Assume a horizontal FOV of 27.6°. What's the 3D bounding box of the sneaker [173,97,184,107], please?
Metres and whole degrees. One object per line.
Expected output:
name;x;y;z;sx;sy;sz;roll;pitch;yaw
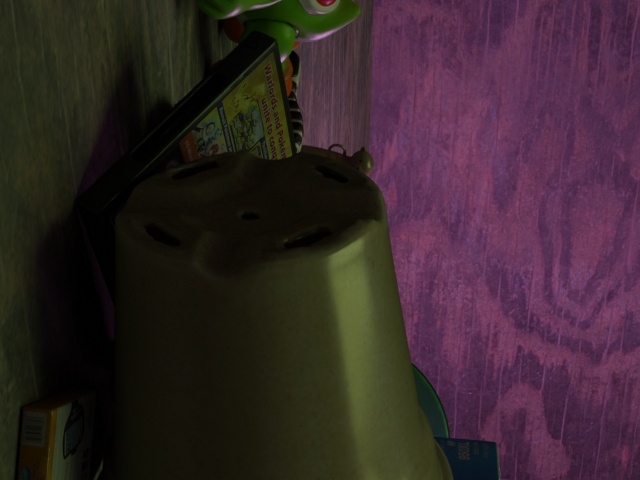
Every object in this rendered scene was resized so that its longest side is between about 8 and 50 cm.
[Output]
sneaker;-0.091;-0.053;1.448;0.341;0.139;0.125;73;25;-68

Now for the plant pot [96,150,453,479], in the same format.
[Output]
plant pot;-0.049;0.100;1.126;0.334;0.334;0.305;-72;162;-61

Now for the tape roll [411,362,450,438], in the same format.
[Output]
tape roll;0.032;0.305;1.940;0.077;0.321;0.321;32;63;-81

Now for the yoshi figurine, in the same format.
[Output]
yoshi figurine;-0.081;-0.314;1.444;0.203;0.203;0.362;-34;161;-27

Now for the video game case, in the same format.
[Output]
video game case;-0.111;-0.025;1.252;0.248;0.035;0.275;-48;150;-27

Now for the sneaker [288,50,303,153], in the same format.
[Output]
sneaker;-0.071;-0.117;1.723;0.281;0.106;0.162;-79;173;-46

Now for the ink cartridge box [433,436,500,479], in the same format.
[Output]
ink cartridge box;0.033;0.410;1.748;0.166;0.395;0.285;-68;162;-74

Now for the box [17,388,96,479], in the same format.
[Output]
box;-0.215;0.169;1.073;0.136;0.028;0.081;-5;100;-85

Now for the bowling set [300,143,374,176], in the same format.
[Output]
bowling set;0.000;0.000;2.145;0.200;0.154;0.287;-73;165;-61
